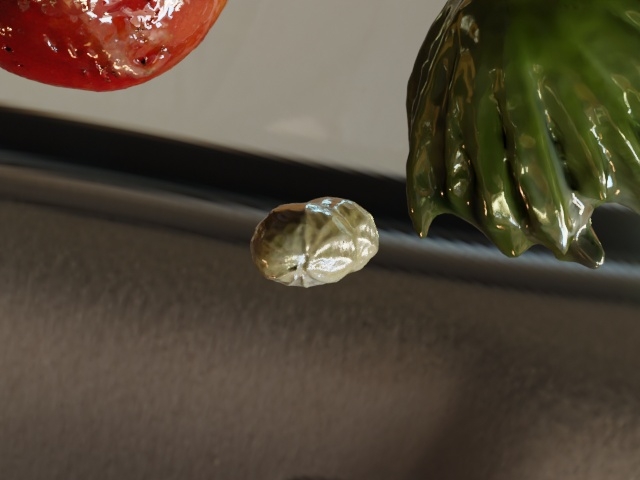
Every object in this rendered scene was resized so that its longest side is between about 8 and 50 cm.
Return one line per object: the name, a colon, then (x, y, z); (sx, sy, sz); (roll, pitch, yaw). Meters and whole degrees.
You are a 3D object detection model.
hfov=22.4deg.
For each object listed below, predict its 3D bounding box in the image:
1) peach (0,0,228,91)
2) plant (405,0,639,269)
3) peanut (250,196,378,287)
peach: (-0.257, -0.343, 1.832); (0.370, 0.370, 0.370); (8, -130, -9)
plant: (0.100, -0.156, 0.857); (0.251, 0.333, 0.180); (-36, -153, -2)
peanut: (0.000, 0.000, 1.721); (0.098, 0.090, 0.214); (1, -172, 21)
